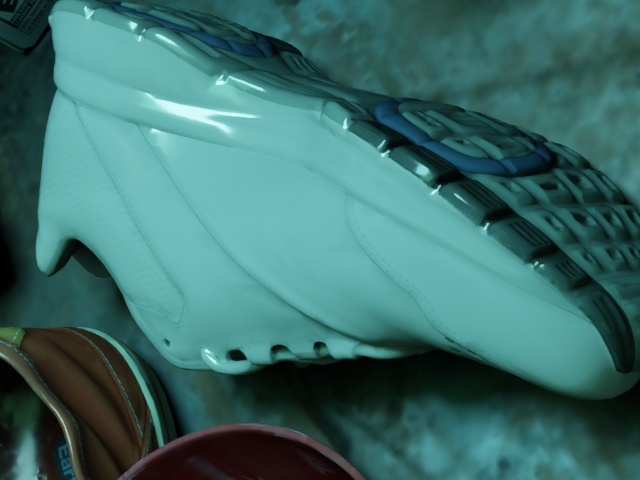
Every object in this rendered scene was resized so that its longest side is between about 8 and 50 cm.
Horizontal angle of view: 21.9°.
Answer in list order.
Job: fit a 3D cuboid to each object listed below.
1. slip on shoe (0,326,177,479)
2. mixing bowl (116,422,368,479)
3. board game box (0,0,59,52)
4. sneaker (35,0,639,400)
[{"bbox_3d":[-0.089,0.178,0.607,0.123,0.101,0.331,-28,62,23],"label":"slip on shoe"},{"bbox_3d":[-0.007,0.155,0.510,0.181,0.098,0.181,-21,57,37],"label":"mixing bowl"},{"bbox_3d":[-0.188,-0.237,0.683,0.097,0.303,0.224,42,100,37],"label":"board game box"},{"bbox_3d":[0.000,0.000,0.618,0.297,0.111,0.129,26,106,42],"label":"sneaker"}]
